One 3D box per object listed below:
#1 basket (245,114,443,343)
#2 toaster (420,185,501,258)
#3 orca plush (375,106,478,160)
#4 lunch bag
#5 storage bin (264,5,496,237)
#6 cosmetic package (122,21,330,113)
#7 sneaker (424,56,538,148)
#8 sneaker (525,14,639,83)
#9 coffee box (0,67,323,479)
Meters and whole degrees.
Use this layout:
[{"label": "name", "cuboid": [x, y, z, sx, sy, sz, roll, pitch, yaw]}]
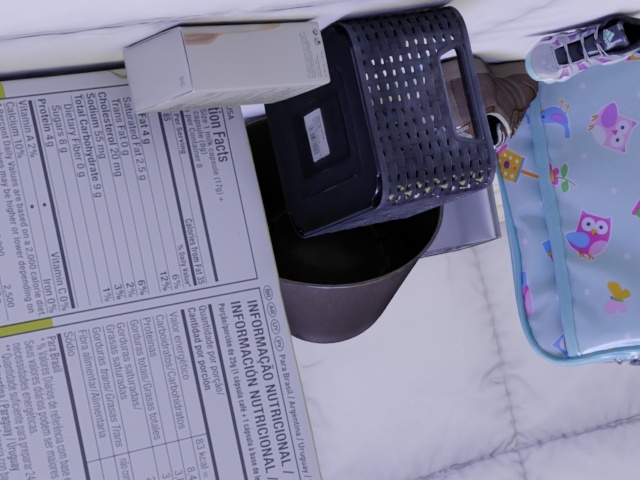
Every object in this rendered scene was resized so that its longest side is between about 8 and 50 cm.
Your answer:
[{"label": "basket", "cuboid": [0.000, 0.000, 1.620, 0.204, 0.154, 0.227, 8, 162, 3]}, {"label": "toaster", "cuboid": [0.134, -0.035, 2.390, 0.186, 0.110, 0.168, -11, 177, -20]}, {"label": "orca plush", "cuboid": [0.097, -0.069, 1.757, 0.287, 0.102, 0.151, -10, 176, -32]}, {"label": "lunch bag", "cuboid": [0.265, -0.024, 1.624, 0.224, 0.279, 0.108, -11, 173, 27]}, {"label": "storage bin", "cuboid": [0.035, -0.077, 1.249, 0.084, 0.122, 0.180, -11, 176, -22]}, {"label": "cosmetic package", "cuboid": [-0.056, -0.106, 1.129, 0.060, 0.041, 0.115, -15, 176, 44]}, {"label": "sneaker", "cuboid": [0.134, -0.107, 1.524, 0.066, 0.071, 0.188, -14, 176, 26]}, {"label": "sneaker", "cuboid": [0.207, -0.150, 1.406, 0.098, 0.038, 0.069, -21, 178, -19]}, {"label": "coffee box", "cuboid": [-0.238, 0.091, 1.237, 0.334, 0.338, 0.338, -11, 177, -34]}]
